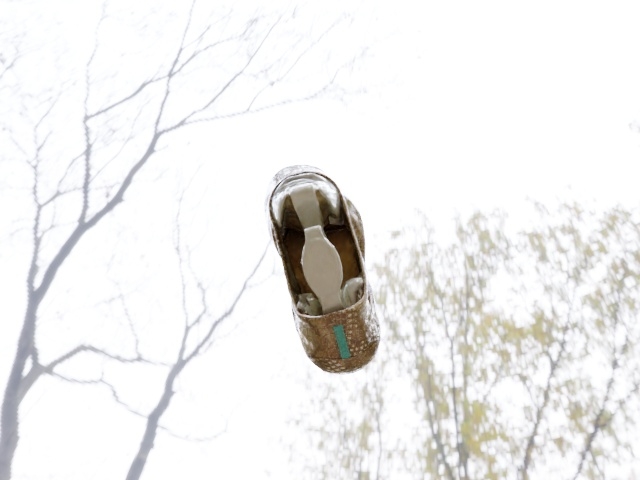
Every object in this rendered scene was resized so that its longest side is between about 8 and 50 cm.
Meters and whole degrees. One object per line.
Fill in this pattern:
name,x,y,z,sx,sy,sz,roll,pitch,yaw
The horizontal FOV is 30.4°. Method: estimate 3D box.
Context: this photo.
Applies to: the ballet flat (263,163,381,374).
ballet flat,0.000,0.000,0.843,0.073,0.206,0.067,-17,-42,-3
